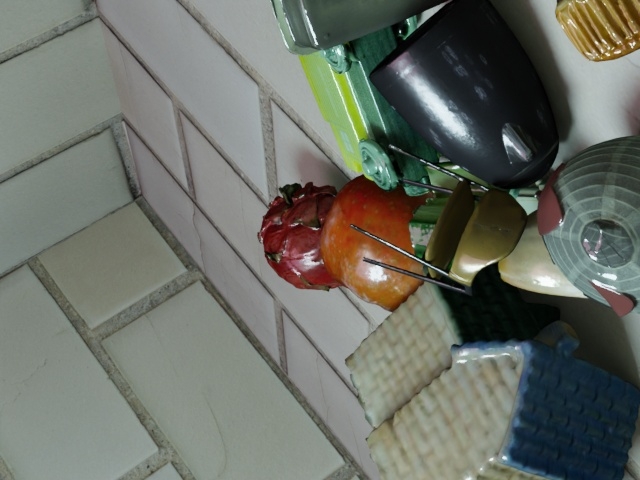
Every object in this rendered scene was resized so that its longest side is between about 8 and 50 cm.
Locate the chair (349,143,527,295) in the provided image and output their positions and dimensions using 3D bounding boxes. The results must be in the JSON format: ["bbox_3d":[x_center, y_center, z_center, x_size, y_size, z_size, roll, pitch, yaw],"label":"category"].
[{"bbox_3d":[0.191,-0.021,1.554,0.246,0.159,0.172,22,164,19],"label":"chair"}]

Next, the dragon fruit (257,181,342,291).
[{"bbox_3d":[0.000,0.000,2.316,0.298,0.244,0.244,27,151,14],"label":"dragon fruit"}]

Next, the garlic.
[{"bbox_3d":[0.386,0.028,1.498,0.244,0.146,0.164,9,157,12],"label":"garlic"}]

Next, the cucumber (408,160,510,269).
[{"bbox_3d":[0.238,-0.032,1.750,0.130,0.191,0.191,-5,117,43],"label":"cucumber"}]

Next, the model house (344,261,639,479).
[{"bbox_3d":[0.324,0.266,1.779,0.395,0.400,0.445,23,-152,-35],"label":"model house"}]

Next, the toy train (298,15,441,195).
[{"bbox_3d":[0.080,-0.287,1.822,0.272,0.179,0.442,36,153,60],"label":"toy train"}]

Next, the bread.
[{"bbox_3d":[0.358,-0.273,1.125,0.104,0.199,0.199,57,161,-7],"label":"bread"}]

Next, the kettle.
[{"bbox_3d":[0.240,-0.212,1.552,0.290,0.207,0.268,47,-172,-9],"label":"kettle"}]

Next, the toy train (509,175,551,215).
[{"bbox_3d":[0.366,-0.045,1.621,0.194,0.080,0.125,8,118,65],"label":"toy train"}]

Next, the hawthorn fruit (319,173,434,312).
[{"bbox_3d":[0.129,0.005,1.989,0.284,0.284,0.284,48,158,27],"label":"hawthorn fruit"}]

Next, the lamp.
[{"bbox_3d":[0.405,-0.020,1.309,0.265,0.233,0.233,46,157,24],"label":"lamp"}]

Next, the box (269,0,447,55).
[{"bbox_3d":[0.051,-0.416,1.519,0.166,0.290,0.221,51,162,55],"label":"box"}]
